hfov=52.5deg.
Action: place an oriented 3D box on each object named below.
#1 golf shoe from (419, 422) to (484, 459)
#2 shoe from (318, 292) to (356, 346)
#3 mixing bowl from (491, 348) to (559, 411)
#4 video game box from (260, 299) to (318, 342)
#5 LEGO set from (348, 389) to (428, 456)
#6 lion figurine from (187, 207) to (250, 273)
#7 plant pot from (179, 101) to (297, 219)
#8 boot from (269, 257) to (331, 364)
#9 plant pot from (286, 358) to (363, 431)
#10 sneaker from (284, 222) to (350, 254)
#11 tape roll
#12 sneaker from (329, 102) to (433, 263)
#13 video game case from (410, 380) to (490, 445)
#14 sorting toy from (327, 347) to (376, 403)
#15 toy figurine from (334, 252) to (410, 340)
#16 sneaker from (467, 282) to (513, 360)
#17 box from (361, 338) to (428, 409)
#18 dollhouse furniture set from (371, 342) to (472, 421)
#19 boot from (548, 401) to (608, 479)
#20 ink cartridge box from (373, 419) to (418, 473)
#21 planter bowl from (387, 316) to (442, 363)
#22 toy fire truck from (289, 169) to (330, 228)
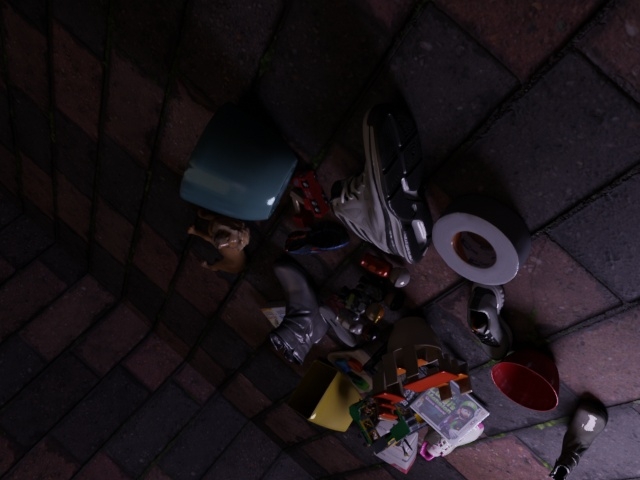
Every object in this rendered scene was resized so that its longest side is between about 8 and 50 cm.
[{"bbox_3d":[0.437,0.666,2.178,0.115,0.140,0.306,41,147,4],"label":"golf shoe"},{"bbox_3d":[0.077,0.262,2.145,0.178,0.081,0.063,51,148,-8],"label":"shoe"},{"bbox_3d":[0.554,0.351,1.704,0.181,0.098,0.181,30,147,22],"label":"mixing bowl"},{"bbox_3d":[-0.111,0.308,2.449,0.205,0.048,0.187,-14,116,54],"label":"video game box"},{"bbox_3d":[0.270,0.587,2.255,0.255,0.192,0.331,52,137,29],"label":"LEGO set"},{"bbox_3d":[-0.328,0.022,2.292,0.240,0.142,0.392,22,158,18],"label":"lion figurine"},{"bbox_3d":[-0.203,-0.187,1.742,0.235,0.293,0.293,28,148,0],"label":"plant pot"},{"bbox_3d":[-0.098,0.243,2.185,0.118,0.222,0.338,-7,124,52],"label":"boot"},{"bbox_3d":[0.033,0.611,2.487,0.187,0.212,0.212,39,166,-22],"label":"plant pot"},{"bbox_3d":[0.000,0.000,1.934,0.221,0.083,0.087,-4,163,39],"label":"sneaker"},{"bbox_3d":[0.373,0.000,1.511,0.219,0.072,0.219,28,145,22],"label":"tape roll"},{"bbox_3d":[0.106,-0.136,1.551,0.258,0.169,0.447,17,143,33],"label":"sneaker"},{"bbox_3d":[0.409,0.535,2.064,0.190,0.022,0.173,42,113,8],"label":"video game case"},{"bbox_3d":[0.174,0.523,2.392,0.307,0.041,0.229,49,148,-10],"label":"sorting toy"},{"bbox_3d":[0.148,0.166,1.832,0.148,0.209,0.213,27,146,14],"label":"toy figurine"},{"bbox_3d":[0.428,0.223,1.685,0.100,0.108,0.271,11,138,38],"label":"sneaker"},{"bbox_3d":[0.249,0.422,2.070,0.180,0.147,0.077,46,169,-6],"label":"box"},{"bbox_3d":[0.278,0.426,1.894,0.262,0.135,0.259,25,137,-37],"label":"dollhouse furniture set"},{"bbox_3d":[0.686,0.551,1.736,0.084,0.161,0.246,25,145,26],"label":"boot"},{"bbox_3d":[0.292,0.795,2.539,0.159,0.092,0.217,26,146,26],"label":"ink cartridge box"},{"bbox_3d":[0.271,0.291,1.910,0.162,0.109,0.162,-3,148,-2],"label":"planter bowl"},{"bbox_3d":[-0.044,-0.119,1.857,0.135,0.047,0.192,9,134,44],"label":"toy fire truck"}]
